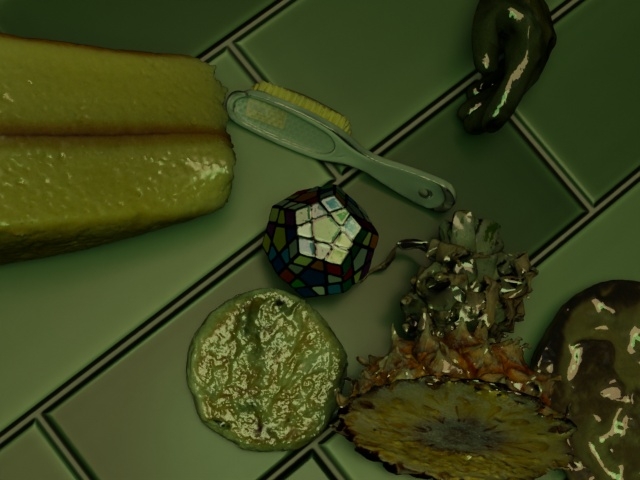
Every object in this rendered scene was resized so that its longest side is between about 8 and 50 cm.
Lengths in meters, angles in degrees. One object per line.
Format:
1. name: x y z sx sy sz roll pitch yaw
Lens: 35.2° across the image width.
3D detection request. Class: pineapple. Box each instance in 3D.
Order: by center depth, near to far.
1. pineapple: 0.159 0.101 1.111 0.262 0.262 0.272 14 54 -2

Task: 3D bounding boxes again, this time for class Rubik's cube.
1. Rubik's cube: 0.000 0.000 1.143 0.133 0.133 0.112 15 50 -2

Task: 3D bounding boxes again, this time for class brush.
1. brush: 0.031 -0.120 1.206 0.296 0.068 0.060 26 52 -1

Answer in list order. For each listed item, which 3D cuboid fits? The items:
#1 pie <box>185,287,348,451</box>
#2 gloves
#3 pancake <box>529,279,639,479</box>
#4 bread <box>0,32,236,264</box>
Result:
1. pie: -0.061 0.148 1.143 0.186 0.041 0.187 1 78 -6
2. gloves: 0.230 -0.250 1.221 0.107 0.135 0.268 3 71 38
3. pancake: 0.375 0.187 1.172 0.294 0.049 0.295 2 79 -8
4. bread: -0.297 -0.090 1.147 0.361 0.245 0.233 -1 75 -30
